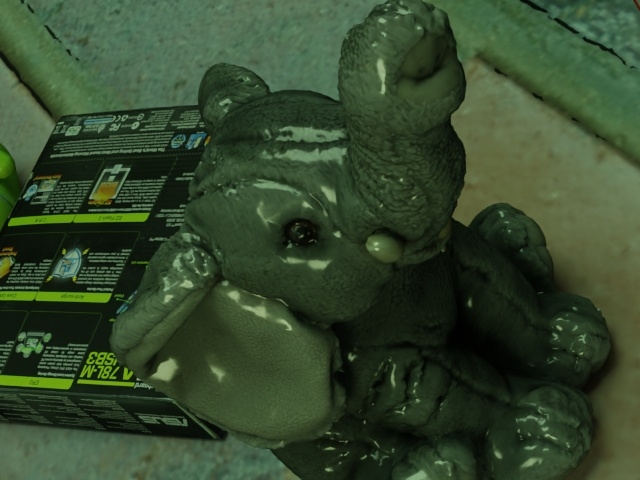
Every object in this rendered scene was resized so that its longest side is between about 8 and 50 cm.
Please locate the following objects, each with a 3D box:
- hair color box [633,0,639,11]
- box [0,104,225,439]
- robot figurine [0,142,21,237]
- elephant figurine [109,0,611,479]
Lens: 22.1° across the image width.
[{"bbox_3d":[0.211,-0.143,0.702,0.167,0.093,0.053,-50,41,-8],"label":"hair color box"},{"bbox_3d":[-0.098,0.011,0.859,0.191,0.045,0.184,-1,57,38],"label":"box"},{"bbox_3d":[-0.208,-0.019,0.956,0.101,0.067,0.115,-56,33,28],"label":"robot figurine"},{"bbox_3d":[0.000,0.000,0.633,0.186,0.239,0.169,-35,41,10],"label":"elephant figurine"}]
